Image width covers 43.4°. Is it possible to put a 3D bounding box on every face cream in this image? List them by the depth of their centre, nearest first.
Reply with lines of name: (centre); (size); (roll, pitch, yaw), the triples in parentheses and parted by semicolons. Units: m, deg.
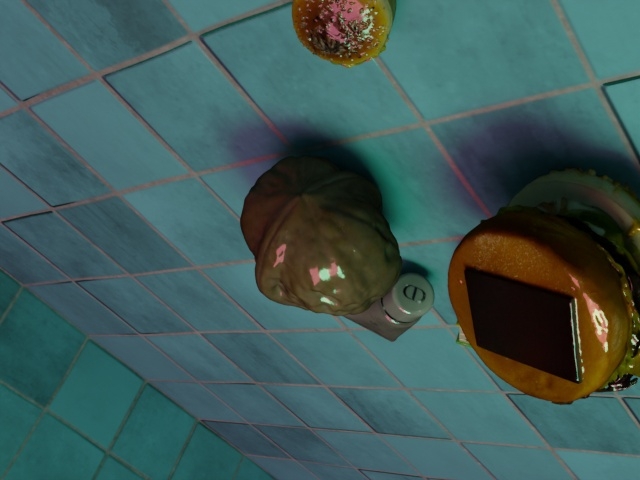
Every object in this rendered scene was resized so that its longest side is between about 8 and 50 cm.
face cream: (0.124, 0.138, 1.530); (0.143, 0.089, 0.314); (27, 157, -5)

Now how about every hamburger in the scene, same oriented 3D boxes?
hamburger: (0.027, -0.269, 0.969); (0.126, 0.081, 0.141); (25, 148, -1)
hamburger: (0.326, 0.052, 1.070); (0.291, 0.225, 0.291); (33, 138, 36)

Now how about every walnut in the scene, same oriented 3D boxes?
walnut: (-0.001, -0.002, 1.254); (0.227, 0.273, 0.273); (-20, 136, 9)

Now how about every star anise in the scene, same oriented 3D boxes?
star anise: (0.478, 0.251, 1.431); (0.168, 0.057, 0.168); (-10, 159, -4)

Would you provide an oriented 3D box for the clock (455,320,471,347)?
clock: (0.341, 0.126, 1.344); (0.220, 0.106, 0.255); (15, 153, 17)
